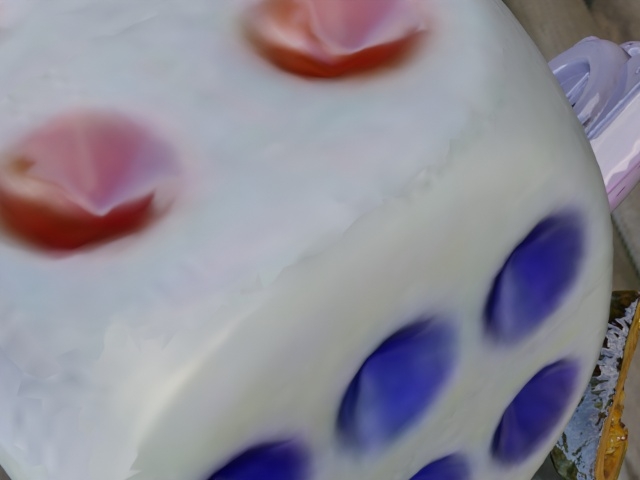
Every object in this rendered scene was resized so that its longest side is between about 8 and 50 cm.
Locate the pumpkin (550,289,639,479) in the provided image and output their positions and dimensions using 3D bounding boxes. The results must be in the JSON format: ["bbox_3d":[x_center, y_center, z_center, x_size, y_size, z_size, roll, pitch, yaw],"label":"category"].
[{"bbox_3d":[0.313,0.207,1.354,0.111,0.163,0.278,11,123,22],"label":"pumpkin"}]

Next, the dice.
[{"bbox_3d":[-0.056,0.008,0.544,0.304,0.277,0.304,41,156,34],"label":"dice"}]

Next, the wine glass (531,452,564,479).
[{"bbox_3d":[0.233,0.302,1.552,0.267,0.406,0.267,-11,63,22],"label":"wine glass"}]

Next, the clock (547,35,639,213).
[{"bbox_3d":[0.272,-0.101,1.257,0.295,0.113,0.322,-48,12,15],"label":"clock"}]
